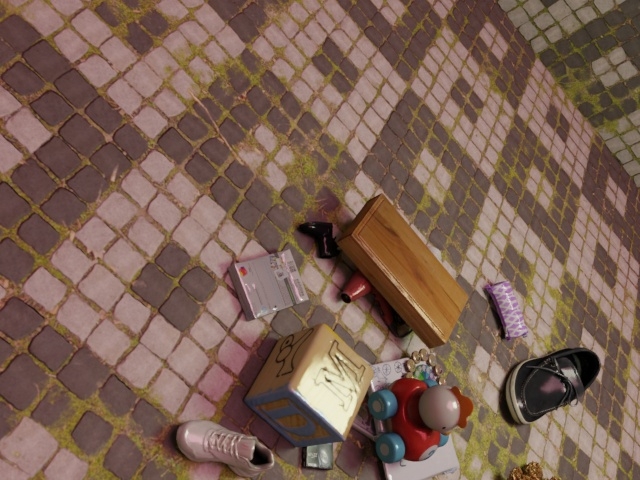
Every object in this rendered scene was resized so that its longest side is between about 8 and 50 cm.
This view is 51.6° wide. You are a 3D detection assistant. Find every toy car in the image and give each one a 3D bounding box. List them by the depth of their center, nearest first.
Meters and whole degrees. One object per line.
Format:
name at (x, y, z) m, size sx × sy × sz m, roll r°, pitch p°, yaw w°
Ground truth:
toy car at (0.283, 0.443, 1.651) m, size 0.219 × 0.238 × 0.211 m, roll 0°, pitch 76°, yaw -41°

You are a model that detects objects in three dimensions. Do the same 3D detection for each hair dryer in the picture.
hair dryer at (0.174, 0.154, 1.886) m, size 0.293 × 0.080 × 0.224 m, roll 11°, pitch 65°, yaw -38°

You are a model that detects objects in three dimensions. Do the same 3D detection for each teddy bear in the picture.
teddy bear at (0.661, 0.798, 2.024) m, size 0.338 × 0.113 × 0.245 m, roll 6°, pitch 74°, yaw -48°

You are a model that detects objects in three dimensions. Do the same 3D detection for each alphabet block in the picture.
alphabet block at (-0.024, 0.342, 1.550) m, size 0.193 × 0.192 × 0.197 m, roll 47°, pitch 48°, yaw -18°

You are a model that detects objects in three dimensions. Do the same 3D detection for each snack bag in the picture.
snack bag at (0.256, 0.493, 1.814) m, size 0.323 × 0.037 × 0.343 m, roll 2°, pitch 73°, yaw -45°

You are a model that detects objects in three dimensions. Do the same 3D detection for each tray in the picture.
tray at (0.242, 0.085, 1.865) m, size 0.411 × 0.076 × 0.203 m, roll 48°, pitch 48°, yaw -11°

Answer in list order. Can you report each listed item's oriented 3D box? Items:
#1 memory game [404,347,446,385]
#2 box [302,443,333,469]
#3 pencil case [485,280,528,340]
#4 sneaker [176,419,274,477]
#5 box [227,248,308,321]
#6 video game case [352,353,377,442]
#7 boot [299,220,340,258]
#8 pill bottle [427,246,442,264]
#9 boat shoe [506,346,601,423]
memory game at (0.299, 0.397, 1.863) m, size 0.186 × 0.012 × 0.186 m, roll 21°, pitch 59°, yaw -40°
box at (-0.006, 0.519, 1.603) m, size 0.083 × 0.018 × 0.067 m, roll 21°, pitch 58°, yaw -34°
pencil case at (0.634, 0.239, 2.257) m, size 0.088 × 0.086 × 0.206 m, roll -15°, pitch 79°, yaw -20°
sneaker at (-0.192, 0.434, 1.408) m, size 0.232 × 0.115 × 0.090 m, roll 28°, pitch 54°, yaw -29°
box at (-0.129, 0.110, 1.667) m, size 0.186 × 0.038 × 0.145 m, roll -16°, pitch 81°, yaw -45°
video game case at (0.110, 0.409, 1.753) m, size 0.201 × 0.023 × 0.184 m, roll 37°, pitch 50°, yaw -23°
boot at (-0.001, 0.000, 1.828) m, size 0.121 × 0.045 × 0.099 m, roll 1°, pitch 73°, yaw -42°
pill bottle at (0.329, 0.101, 2.042) m, size 0.087 × 0.087 × 0.160 m, roll 36°, pitch 51°, yaw -25°
boat shoe at (0.791, 0.474, 2.238) m, size 0.500 × 0.156 × 0.187 m, roll -13°, pitch 82°, yaw -43°
